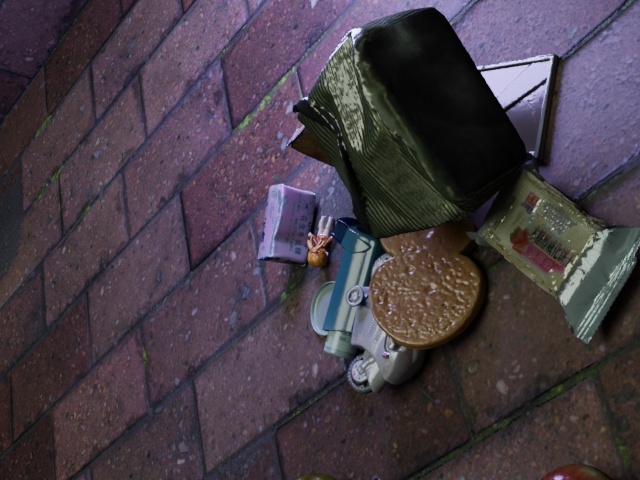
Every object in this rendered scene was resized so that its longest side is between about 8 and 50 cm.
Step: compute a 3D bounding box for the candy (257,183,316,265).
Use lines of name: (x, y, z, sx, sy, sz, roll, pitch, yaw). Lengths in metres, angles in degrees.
candy: (-0.068, -0.031, 2.228, 0.073, 0.092, 0.160, 2, 81, 58)

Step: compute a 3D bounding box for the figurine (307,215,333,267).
figurine: (0.000, 0.000, 2.169, 0.064, 0.047, 0.109, 6, 75, 30)

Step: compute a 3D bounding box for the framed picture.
framed picture: (0.301, -0.222, 1.874, 0.250, 0.016, 0.184, 0, 77, 52)

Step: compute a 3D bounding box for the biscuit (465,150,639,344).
biscuit: (0.362, -0.001, 1.657, 0.186, 0.079, 0.309, -59, 36, 14)

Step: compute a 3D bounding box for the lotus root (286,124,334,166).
lotus root: (0.083, -0.236, 2.024, 0.272, 0.192, 0.272, -57, 9, 15)

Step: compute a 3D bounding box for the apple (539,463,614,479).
apple: (0.360, 0.384, 1.483, 0.146, 0.131, 0.146, -9, 75, 37)

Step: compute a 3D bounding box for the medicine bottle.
medicine bottle: (0.059, 0.089, 2.026, 0.124, 0.079, 0.258, 12, 88, 50)

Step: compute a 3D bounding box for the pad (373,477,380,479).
pad: (0.096, 0.509, 1.890, 0.112, 0.003, 0.157, 35, 105, 52)

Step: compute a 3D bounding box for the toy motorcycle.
toy motorcycle: (0.135, 0.147, 1.898, 0.170, 0.110, 0.260, 3, 73, 37)

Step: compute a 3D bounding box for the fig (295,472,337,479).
fig: (0.044, 0.491, 1.882, 0.259, 0.151, 0.151, 0, 77, 35)

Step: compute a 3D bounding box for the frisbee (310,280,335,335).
frisbee: (0.018, 0.134, 2.119, 0.110, 0.014, 0.110, -21, 62, 48)

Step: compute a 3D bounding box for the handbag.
handbag: (0.134, -0.178, 1.745, 0.240, 0.247, 0.341, -33, 90, 50)

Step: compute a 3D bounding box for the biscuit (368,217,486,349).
biscuit: (0.181, 0.047, 1.850, 0.202, 0.044, 0.289, -7, 63, 19)
